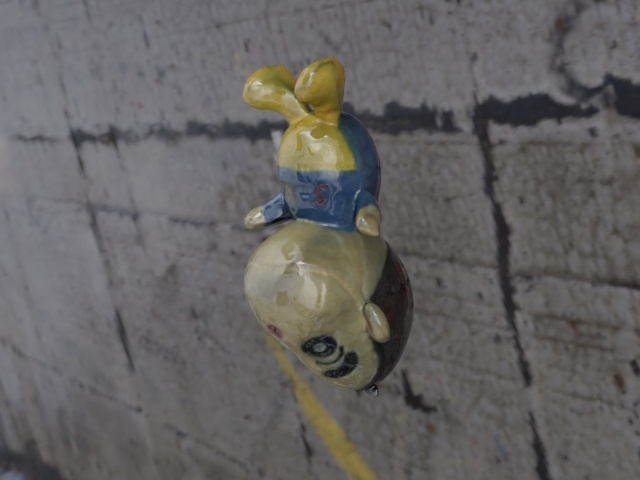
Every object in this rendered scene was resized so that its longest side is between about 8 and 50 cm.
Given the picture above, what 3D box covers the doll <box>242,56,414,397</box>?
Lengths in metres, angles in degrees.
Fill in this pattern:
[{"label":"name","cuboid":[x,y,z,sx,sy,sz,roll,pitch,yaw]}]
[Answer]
[{"label":"doll","cuboid":[0.000,0.000,0.616,0.102,0.089,0.179,3,117,54]}]
